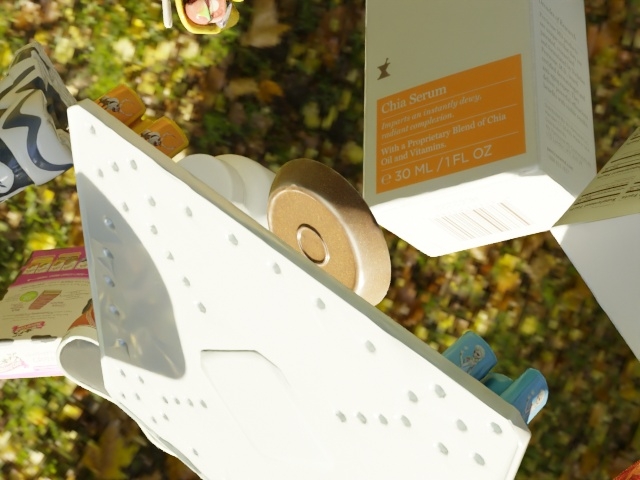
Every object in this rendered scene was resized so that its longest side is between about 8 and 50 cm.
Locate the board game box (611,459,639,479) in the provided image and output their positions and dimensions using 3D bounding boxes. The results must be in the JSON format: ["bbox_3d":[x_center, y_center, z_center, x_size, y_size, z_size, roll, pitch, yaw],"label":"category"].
[{"bbox_3d":[0.278,0.322,0.953,0.086,0.308,0.302,30,126,-16],"label":"board game box"}]

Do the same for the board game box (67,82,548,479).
[{"bbox_3d":[-0.028,0.115,0.915,0.050,0.390,0.390,-41,154,-31],"label":"board game box"}]

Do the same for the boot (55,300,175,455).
[{"bbox_3d":[-0.181,0.150,1.427,0.088,0.244,0.176,-48,-171,23],"label":"boot"}]

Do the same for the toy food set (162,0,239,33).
[{"bbox_3d":[-0.150,-0.362,1.730,0.218,0.071,0.128,-25,117,-67],"label":"toy food set"}]

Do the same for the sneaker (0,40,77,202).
[{"bbox_3d":[-0.309,-0.099,1.128,0.153,0.235,0.094,-27,125,2],"label":"sneaker"}]

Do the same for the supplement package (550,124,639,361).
[{"bbox_3d":[0.365,-0.008,1.114,0.203,0.149,0.194,-45,107,-28],"label":"supplement package"}]

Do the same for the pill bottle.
[{"bbox_3d":[-0.123,-0.038,1.936,0.318,0.176,0.176,25,87,-63],"label":"pill bottle"}]

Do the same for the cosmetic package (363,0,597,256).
[{"bbox_3d":[0.187,-0.233,1.440,0.161,0.230,0.453,30,53,-48],"label":"cosmetic package"}]

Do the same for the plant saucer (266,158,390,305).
[{"bbox_3d":[0.000,0.000,1.200,0.029,0.168,0.168,-33,130,-32],"label":"plant saucer"}]

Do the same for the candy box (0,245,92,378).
[{"bbox_3d":[-0.384,0.101,1.756,0.233,0.159,0.071,-70,151,-54],"label":"candy box"}]
